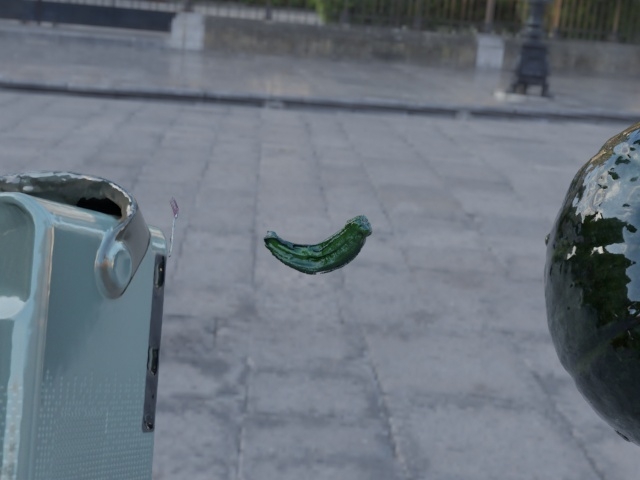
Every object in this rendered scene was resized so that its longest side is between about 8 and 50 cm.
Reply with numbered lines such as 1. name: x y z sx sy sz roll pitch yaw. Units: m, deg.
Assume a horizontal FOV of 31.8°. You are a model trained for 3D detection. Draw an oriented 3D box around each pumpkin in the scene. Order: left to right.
1. pumpkin: 0.327 0.034 0.909 0.300 0.300 0.207 8 -10 11

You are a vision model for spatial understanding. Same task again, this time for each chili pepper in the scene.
1. chili pepper: 0.001 0.008 1.200 0.118 0.055 0.035 -10 -3 15

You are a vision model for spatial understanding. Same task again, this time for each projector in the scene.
1. projector: -0.208 0.067 0.755 0.164 0.242 0.177 2 -6 20

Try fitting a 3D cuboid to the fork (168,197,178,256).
1. fork: -0.224 -0.019 1.710 0.012 0.016 0.115 11 47 -18
